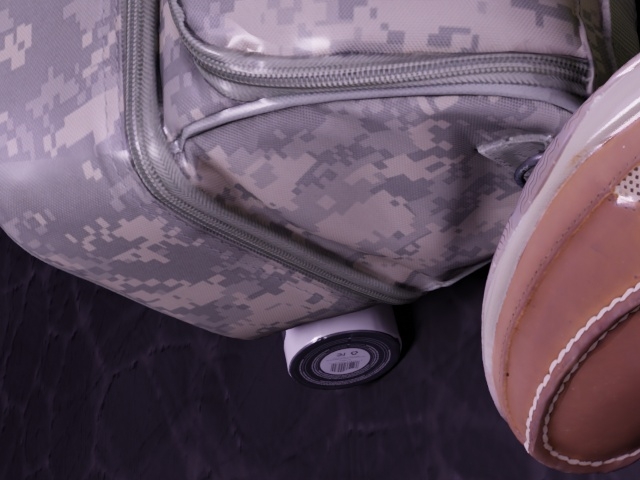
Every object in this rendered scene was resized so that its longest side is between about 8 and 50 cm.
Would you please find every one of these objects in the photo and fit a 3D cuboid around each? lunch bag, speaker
[{"bbox_3d":[0.015,-0.136,0.802,0.256,0.212,0.305,-15,62,33],"label":"lunch bag"},{"bbox_3d":[0.000,0.000,0.937,0.055,0.055,0.136,-47,44,43],"label":"speaker"}]

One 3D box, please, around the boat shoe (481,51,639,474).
[{"bbox_3d":[0.162,-0.015,0.612,0.324,0.123,0.116,-54,41,39],"label":"boat shoe"}]
